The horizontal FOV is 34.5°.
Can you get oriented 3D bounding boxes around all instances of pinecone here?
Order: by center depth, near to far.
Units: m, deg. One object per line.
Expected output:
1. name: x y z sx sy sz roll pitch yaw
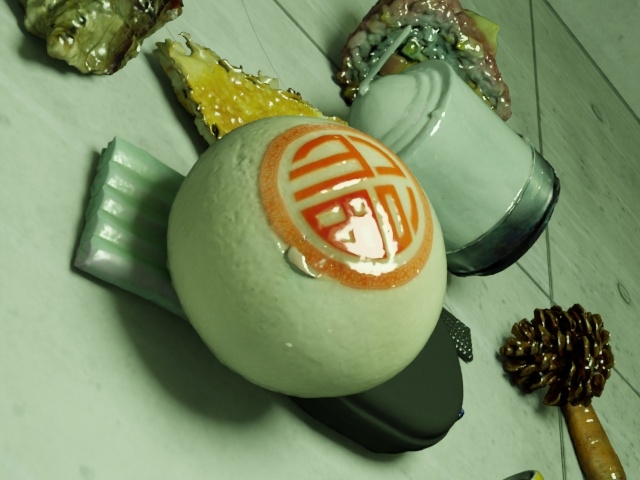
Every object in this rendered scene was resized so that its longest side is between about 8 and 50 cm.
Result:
1. pinecone: 0.350 0.169 1.525 0.173 0.174 0.173 37 35 -33

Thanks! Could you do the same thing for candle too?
1. candle: 0.158 -0.113 1.428 0.342 0.221 0.221 38 35 -25

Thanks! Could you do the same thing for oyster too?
1. oyster: -0.249 -0.315 1.126 0.221 0.096 0.361 43 30 -13

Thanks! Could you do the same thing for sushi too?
1. sushi: 0.172 -0.264 1.580 0.270 0.236 0.171 47 23 -12

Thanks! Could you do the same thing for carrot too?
1. carrot: 0.413 0.287 1.603 0.059 0.059 0.247 27 38 -43

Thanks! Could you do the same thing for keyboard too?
1. keyboard: 0.144 0.095 1.412 0.204 0.013 0.061 39 34 -30

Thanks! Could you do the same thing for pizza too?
1. pizza: -0.081 -0.130 1.227 0.297 0.071 0.189 31 51 -34

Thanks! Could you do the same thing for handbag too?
1. handbag: 0.045 0.109 1.169 0.308 0.093 0.253 36 35 -34

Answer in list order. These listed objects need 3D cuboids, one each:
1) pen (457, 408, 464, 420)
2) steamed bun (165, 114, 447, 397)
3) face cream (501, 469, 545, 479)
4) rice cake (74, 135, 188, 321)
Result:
1. pen: 0.102 0.114 1.314 0.269 0.033 0.033 59 29 2
2. steamed bun: 0.000 0.000 0.969 0.283 0.177 0.283 15 53 -21
3. face cream: 0.304 0.451 1.228 0.348 0.105 0.105 60 29 4
4. rice cake: -0.148 0.002 1.031 0.198 0.037 0.189 38 36 -32
